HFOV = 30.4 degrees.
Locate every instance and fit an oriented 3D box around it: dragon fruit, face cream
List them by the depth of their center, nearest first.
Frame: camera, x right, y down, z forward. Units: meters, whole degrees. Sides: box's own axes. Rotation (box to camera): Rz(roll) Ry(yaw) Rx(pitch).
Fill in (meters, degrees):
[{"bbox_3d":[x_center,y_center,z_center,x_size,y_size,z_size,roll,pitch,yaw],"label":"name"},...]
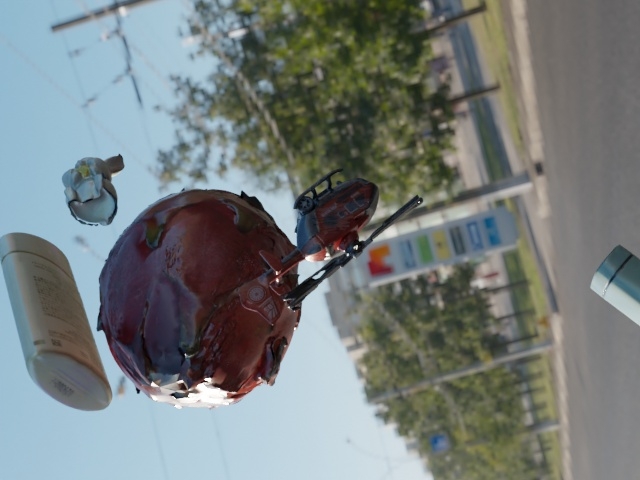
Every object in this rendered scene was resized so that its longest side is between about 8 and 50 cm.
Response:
[{"bbox_3d":[-0.163,0.084,1.638,0.295,0.296,0.301,63,-155,-60],"label":"dragon fruit"},{"bbox_3d":[-0.431,0.115,1.880,0.173,0.081,0.348,45,-171,-42],"label":"face cream"}]

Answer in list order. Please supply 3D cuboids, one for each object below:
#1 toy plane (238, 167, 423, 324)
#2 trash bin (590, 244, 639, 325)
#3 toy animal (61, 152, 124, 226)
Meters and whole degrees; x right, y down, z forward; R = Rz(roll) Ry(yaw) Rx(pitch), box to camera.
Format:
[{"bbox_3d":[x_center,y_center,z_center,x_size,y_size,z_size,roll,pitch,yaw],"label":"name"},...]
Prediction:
[{"bbox_3d":[0.000,0.000,0.818,0.060,0.145,0.037,44,160,21],"label":"toy plane"},{"bbox_3d":[0.435,0.075,1.592,0.130,0.059,0.116,40,174,16],"label":"trash bin"},{"bbox_3d":[-0.303,-0.076,1.576,0.085,0.071,0.124,43,-166,-39],"label":"toy animal"}]
